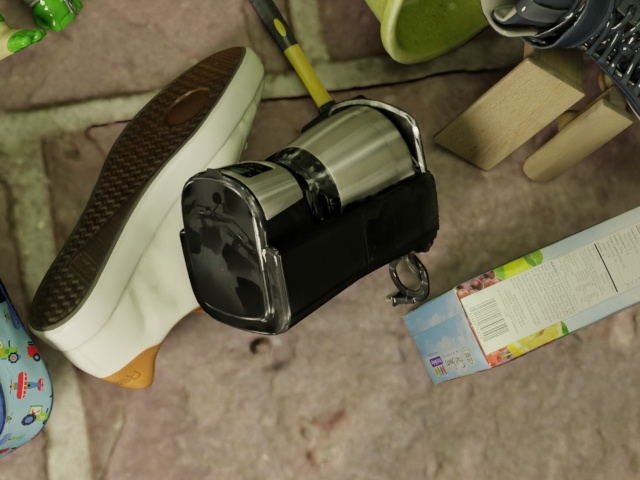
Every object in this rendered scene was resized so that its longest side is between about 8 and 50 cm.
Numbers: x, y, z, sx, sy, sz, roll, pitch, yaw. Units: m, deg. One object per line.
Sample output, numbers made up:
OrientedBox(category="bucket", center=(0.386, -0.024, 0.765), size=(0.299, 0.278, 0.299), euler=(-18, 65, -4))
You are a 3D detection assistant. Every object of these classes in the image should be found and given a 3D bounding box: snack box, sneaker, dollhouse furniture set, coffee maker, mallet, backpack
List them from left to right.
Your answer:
OrientedBox(category="backpack", center=(-0.281, 0.086, 0.954), size=(0.117, 0.158, 0.173), euler=(-29, 88, -53))
OrientedBox(category="sneaker", center=(-0.111, -0.017, 1.046), size=(0.123, 0.106, 0.290), euler=(46, 62, -35))
OrientedBox(category="mallet", center=(-0.012, -0.156, 1.105), size=(0.062, 0.039, 0.190), euler=(-22, 79, -10))
OrientedBox(category="coffee maker", center=(0.000, 0.000, 0.990), size=(0.178, 0.120, 0.171), euler=(-30, 96, -38))
OrientedBox(category="dollhouse furniture set", center=(0.196, -0.137, 1.125), size=(0.144, 0.123, 0.151), euler=(27, 50, -20))
OrientedBox(category="snack box", center=(0.183, 0.036, 1.020), size=(0.207, 0.174, 0.070), euler=(-24, 85, -11))
OrientedBox(category="sneaker", center=(0.212, -0.143, 0.983), size=(0.163, 0.086, 0.226), euler=(-10, 59, -51))

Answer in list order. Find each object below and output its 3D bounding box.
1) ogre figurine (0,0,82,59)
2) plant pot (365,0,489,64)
OrientedBox(category="ogre figurine", center=(-0.300, -0.181, 1.042), size=(0.197, 0.097, 0.118), euler=(-27, 102, 3))
OrientedBox(category="plant pot", center=(0.071, -0.325, 1.050), size=(0.276, 0.276, 0.254), euler=(-39, 75, -13))
